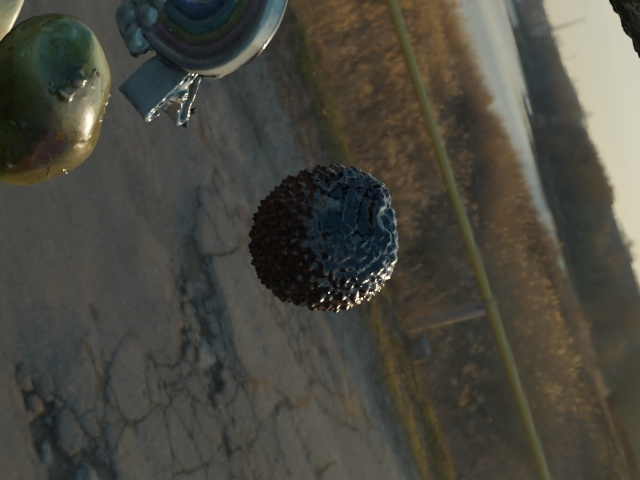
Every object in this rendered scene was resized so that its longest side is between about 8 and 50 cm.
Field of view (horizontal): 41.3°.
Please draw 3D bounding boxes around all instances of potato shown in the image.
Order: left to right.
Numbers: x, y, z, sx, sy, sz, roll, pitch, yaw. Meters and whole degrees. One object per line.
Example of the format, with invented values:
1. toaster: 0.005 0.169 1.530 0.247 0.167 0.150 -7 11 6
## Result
1. potato: -0.421 -0.207 1.285 0.210 0.307 0.173 -1 55 -35

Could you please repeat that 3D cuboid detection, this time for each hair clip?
1. hair clip: -0.087 -0.187 0.664 0.140 0.220 0.054 49 30 22

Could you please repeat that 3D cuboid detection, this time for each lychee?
1. lychee: 0.000 0.000 1.005 0.188 0.188 0.188 -16 90 -73

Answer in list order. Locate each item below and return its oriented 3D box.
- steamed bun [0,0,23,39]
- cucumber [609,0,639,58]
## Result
1. steamed bun: -0.610 -0.456 1.449 0.226 0.170 0.200 9 73 -37
2. cucumber: 0.143 -0.145 0.371 0.293 0.068 0.067 43 33 -39
